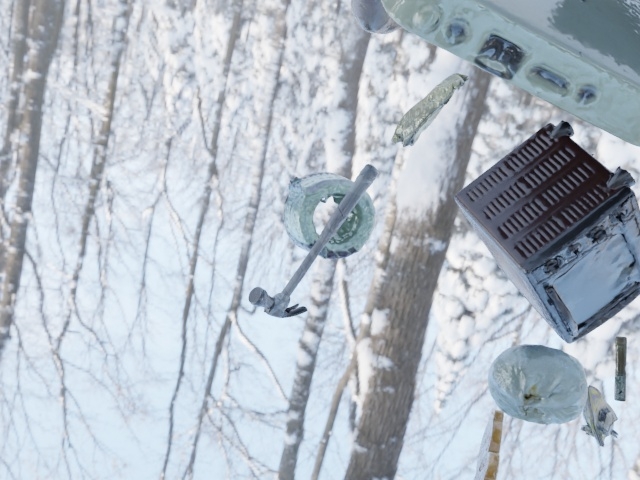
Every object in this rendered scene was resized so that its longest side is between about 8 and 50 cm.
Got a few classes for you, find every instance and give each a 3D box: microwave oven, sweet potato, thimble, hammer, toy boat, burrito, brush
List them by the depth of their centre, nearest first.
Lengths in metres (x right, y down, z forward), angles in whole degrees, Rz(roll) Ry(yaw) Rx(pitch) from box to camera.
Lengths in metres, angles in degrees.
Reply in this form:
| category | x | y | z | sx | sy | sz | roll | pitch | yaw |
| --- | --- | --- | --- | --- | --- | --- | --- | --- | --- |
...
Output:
| category | x | y | z | sx | sy | sz | roll | pitch | yaw |
| --- | --- | --- | --- | --- | --- | --- | --- | --- | --- |
| microwave oven | 0.333 | -0.002 | 0.978 | 0.247 | 0.178 | 0.188 | 45 | -173 | -46 |
| sweet potato | 0.119 | -0.422 | 1.308 | 0.108 | 0.079 | 0.346 | -21 | 172 | 26 |
| burrito | 0.234 | -0.281 | 1.581 | 0.058 | 0.229 | 0.063 | 9 | -128 | -40 |
| toy boat | 0.632 | 0.392 | 1.650 | 0.066 | 0.084 | 0.210 | 18 | 151 | 45 |
| hammer | -0.001 | 0.000 | 1.681 | 0.152 | 0.427 | 0.044 | 30 | -174 | -42 |
| thimble | 0.017 | -0.071 | 1.887 | 0.237 | 0.237 | 0.150 | 5 | -171 | -26 |
| brush | 0.868 | 0.374 | 2.088 | 0.034 | 0.191 | 0.027 | 3 | -177 | 37 |

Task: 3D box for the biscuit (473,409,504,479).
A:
| category | x | y | z | sx | sy | sz | roll | pitch | yaw |
| --- | --- | --- | --- | --- | --- | --- | --- | --- | --- |
| biscuit | 0.273 | 0.374 | 1.177 | 0.027 | 0.133 | 0.184 | 14 | -143 | 9 |

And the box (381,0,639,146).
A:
| category | x | y | z | sx | sy | sz | roll | pitch | yaw |
| --- | --- | --- | --- | --- | --- | --- | --- | --- | --- |
| box | 0.256 | -0.303 | 0.871 | 0.367 | 0.090 | 0.373 | 23 | -133 | -11 |

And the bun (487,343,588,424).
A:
| category | x | y | z | sx | sy | sz | roll | pitch | yaw |
| --- | --- | --- | --- | --- | --- | --- | --- | --- | --- |
| bun | 0.300 | 0.208 | 1.000 | 0.140 | 0.141 | 0.083 | 18 | -129 | 9 |
